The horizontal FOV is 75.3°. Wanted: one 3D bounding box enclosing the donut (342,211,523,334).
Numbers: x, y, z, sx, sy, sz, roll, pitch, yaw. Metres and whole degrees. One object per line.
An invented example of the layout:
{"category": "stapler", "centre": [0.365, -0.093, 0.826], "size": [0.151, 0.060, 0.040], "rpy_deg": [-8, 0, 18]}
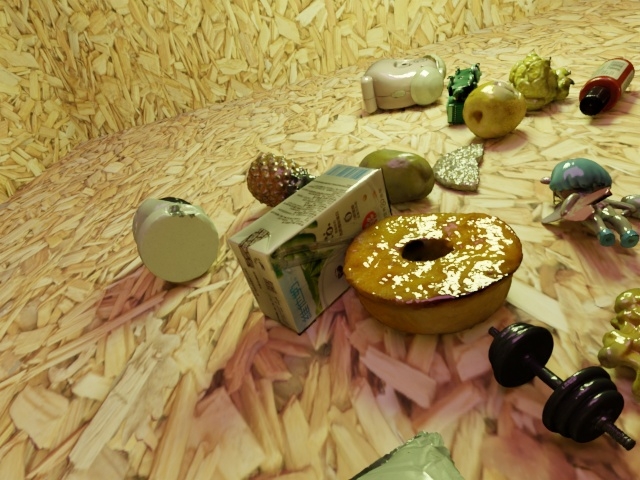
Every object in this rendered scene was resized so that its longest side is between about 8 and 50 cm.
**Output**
{"category": "donut", "centre": [0.196, 0.053, 0.744], "size": [0.303, 0.110, 0.303], "rpy_deg": [-12, 31, 7]}

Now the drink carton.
{"category": "drink carton", "centre": [0.000, 0.000, 0.839], "size": [0.132, 0.194, 0.324], "rpy_deg": [15, 44, 43]}

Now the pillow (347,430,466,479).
{"category": "pillow", "centre": [0.060, 0.330, 0.360], "size": [0.310, 0.138, 0.283], "rpy_deg": [-23, 24, -13]}

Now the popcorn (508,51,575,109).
{"category": "popcorn", "centre": [0.705, -0.516, 1.343], "size": [0.195, 0.168, 0.173], "rpy_deg": [-20, -7, -24]}

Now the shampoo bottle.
{"category": "shampoo bottle", "centre": [0.836, -0.447, 1.224], "size": [0.104, 0.104, 0.278], "rpy_deg": [15, 44, 41]}

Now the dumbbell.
{"category": "dumbbell", "centre": [0.290, 0.174, 0.524], "size": [0.099, 0.099, 0.208], "rpy_deg": [-24, 32, -12]}

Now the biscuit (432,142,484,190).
{"category": "biscuit", "centre": [0.372, -0.201, 1.131], "size": [0.133, 0.032, 0.250], "rpy_deg": [-1, 36, 26]}

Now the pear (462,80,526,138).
{"category": "pear", "centre": [0.519, -0.388, 1.228], "size": [0.178, 0.178, 0.178], "rpy_deg": [-12, 32, 8]}

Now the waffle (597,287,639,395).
{"category": "waffle", "centre": [0.523, 0.145, 0.500], "size": [0.300, 0.058, 0.281], "rpy_deg": [10, 39, 38]}

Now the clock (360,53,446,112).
{"category": "clock", "centre": [0.356, -0.667, 1.742], "size": [0.325, 0.184, 0.342], "rpy_deg": [2, 41, 20]}

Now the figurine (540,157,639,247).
{"category": "figurine", "centre": [0.542, -0.080, 0.795], "size": [0.205, 0.103, 0.260], "rpy_deg": [-8, 32, 15]}

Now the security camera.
{"category": "security camera", "centre": [-0.377, -0.018, 1.060], "size": [0.194, 0.195, 0.236], "rpy_deg": [-28, 28, -18]}

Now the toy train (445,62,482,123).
{"category": "toy train", "centre": [0.501, -0.512, 1.437], "size": [0.115, 0.154, 0.269], "rpy_deg": [-2, 34, 24]}

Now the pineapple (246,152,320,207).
{"category": "pineapple", "centre": [-0.057, -0.136, 1.118], "size": [0.169, 0.169, 0.340], "rpy_deg": [-35, 39, -27]}

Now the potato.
{"category": "potato", "centre": [0.191, -0.167, 1.063], "size": [0.154, 0.137, 0.200], "rpy_deg": [-32, 33, -24]}
